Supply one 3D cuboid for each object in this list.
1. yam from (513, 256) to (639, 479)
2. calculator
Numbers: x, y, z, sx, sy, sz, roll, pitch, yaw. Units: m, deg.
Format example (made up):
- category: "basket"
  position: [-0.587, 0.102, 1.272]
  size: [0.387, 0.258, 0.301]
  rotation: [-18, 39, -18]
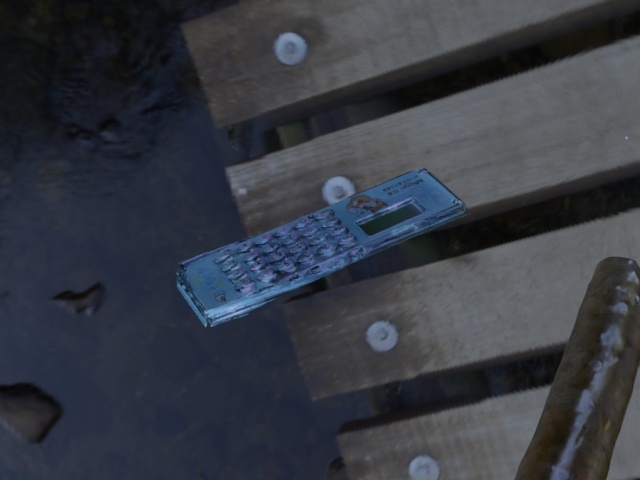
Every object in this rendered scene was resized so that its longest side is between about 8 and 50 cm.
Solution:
- category: "yam"
  position: [0.132, 0.118, 0.605]
  size: [0.046, 0.046, 0.264]
  rotation: [20, 56, 13]
- category: "calculator"
  position: [0.000, 0.000, 0.656]
  size: [0.172, 0.057, 0.018]
  rotation: [-22, 131, -17]
